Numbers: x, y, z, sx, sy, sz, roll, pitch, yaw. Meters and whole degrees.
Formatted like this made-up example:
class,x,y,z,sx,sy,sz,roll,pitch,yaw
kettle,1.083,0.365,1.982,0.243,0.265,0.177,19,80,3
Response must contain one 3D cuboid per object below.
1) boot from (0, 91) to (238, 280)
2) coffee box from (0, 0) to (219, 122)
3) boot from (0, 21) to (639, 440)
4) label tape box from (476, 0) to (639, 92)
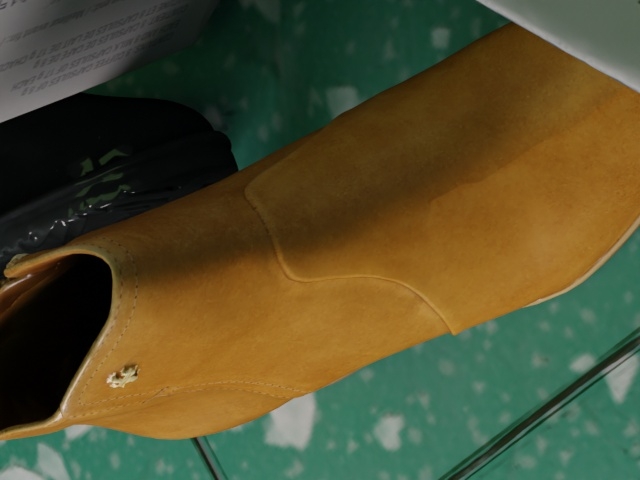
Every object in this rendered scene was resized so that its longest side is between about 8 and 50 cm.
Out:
class,x,y,z,sx,sy,sz,roll,pitch,yaw
boot,-0.161,-0.089,0.953,0.246,0.094,0.207,-20,85,44
coffee box,-0.192,-0.259,0.735,0.334,0.338,0.338,46,131,14
boot,-0.001,0.000,0.757,0.295,0.211,0.104,-39,70,34
label tape box,0.121,-0.124,0.630,0.334,0.241,0.105,34,114,32
